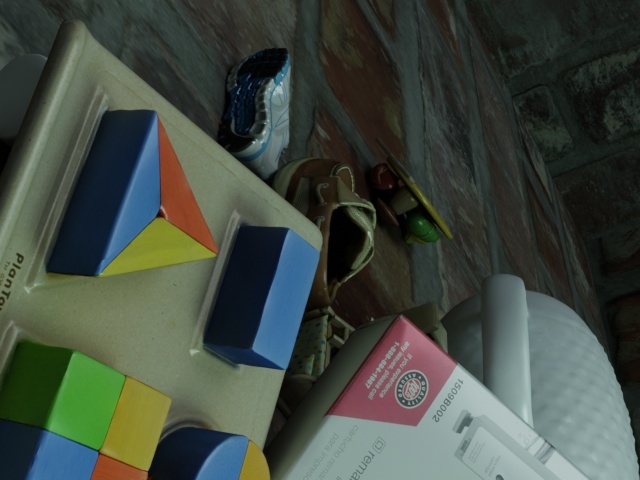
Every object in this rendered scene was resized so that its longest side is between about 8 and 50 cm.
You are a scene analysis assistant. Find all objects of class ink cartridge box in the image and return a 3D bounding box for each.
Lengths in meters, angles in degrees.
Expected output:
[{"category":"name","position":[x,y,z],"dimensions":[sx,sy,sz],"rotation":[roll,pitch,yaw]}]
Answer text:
[{"category":"ink cartridge box","position":[0.097,0.231,0.879],"dimensions":[0.283,0.117,0.207],"rotation":[41,69,-7]}]

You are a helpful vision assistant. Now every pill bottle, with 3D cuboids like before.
[{"category":"pill bottle","position":[-0.173,-0.073,0.788],"dimensions":[0.160,0.087,0.087],"rotation":[38,38,-55]}]

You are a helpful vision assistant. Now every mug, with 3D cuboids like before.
[{"category":"mug","position":[0.209,0.200,1.153],"dimensions":[0.374,0.276,0.328],"rotation":[76,18,-47]}]

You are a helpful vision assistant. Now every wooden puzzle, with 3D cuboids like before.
[{"category":"wooden puzzle","position":[-0.098,0.079,0.687],"dimensions":[0.348,0.080,0.322],"rotation":[44,57,-54]}]

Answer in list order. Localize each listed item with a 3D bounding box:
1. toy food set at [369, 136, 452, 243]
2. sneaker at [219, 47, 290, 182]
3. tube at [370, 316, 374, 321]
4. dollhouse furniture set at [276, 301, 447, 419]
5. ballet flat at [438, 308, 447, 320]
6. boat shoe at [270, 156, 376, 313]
[{"category":"toy food set","position":[0.120,-0.055,1.578],"dimensions":[0.128,0.071,0.218],"rotation":[55,5,38]},{"category":"sneaker","position":[-0.065,-0.140,1.179],"dimensions":[0.083,0.071,0.190],"rotation":[61,30,-41]},{"category":"tube","position":[0.119,0.211,1.337],"dimensions":[0.240,0.062,0.070],"rotation":[56,-17,-23]},{"category":"dollhouse furniture set","position":[0.040,0.142,1.032],"dimensions":[0.101,0.161,0.182],"rotation":[56,23,-33]},{"category":"ballet flat","position":[0.269,0.234,1.619],"dimensions":[0.316,0.106,0.107],"rotation":[65,21,-13]},{"category":"boat shoe","position":[0.000,0.000,1.086],"dimensions":[0.324,0.120,0.122],"rotation":[-58,144,-62]}]
